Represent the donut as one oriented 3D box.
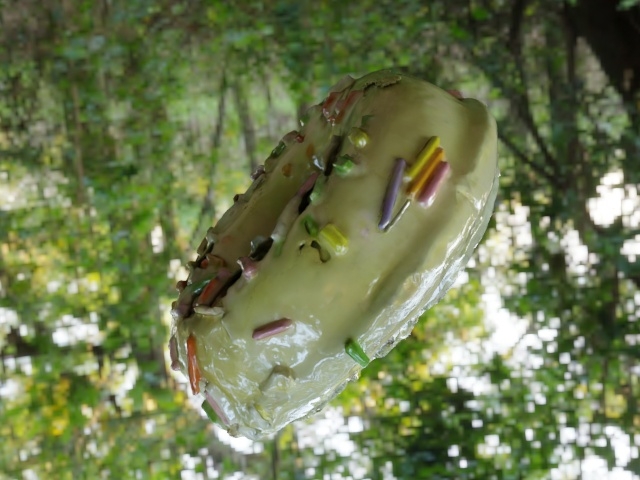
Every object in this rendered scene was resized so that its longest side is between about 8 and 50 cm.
[{"bbox_3d":[0.000,0.000,0.508,0.174,0.068,0.174,-45,-166,15],"label":"donut"}]
